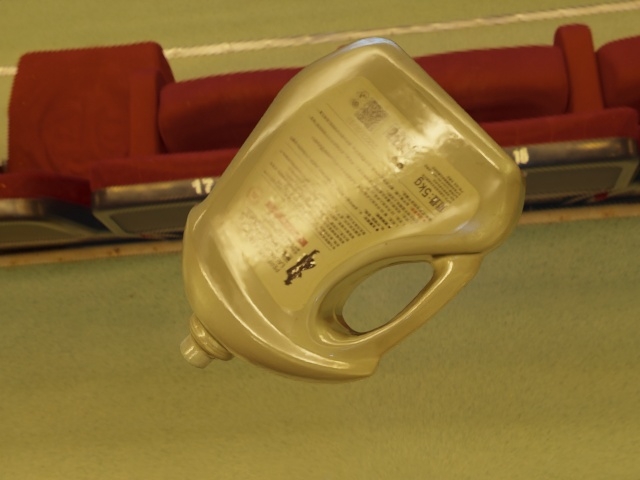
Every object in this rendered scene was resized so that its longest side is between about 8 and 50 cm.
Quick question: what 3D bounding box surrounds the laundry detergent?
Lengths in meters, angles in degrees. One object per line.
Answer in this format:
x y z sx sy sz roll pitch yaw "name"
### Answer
0.000 0.000 0.503 0.253 0.091 0.181 -45 79 11 "laundry detergent"
